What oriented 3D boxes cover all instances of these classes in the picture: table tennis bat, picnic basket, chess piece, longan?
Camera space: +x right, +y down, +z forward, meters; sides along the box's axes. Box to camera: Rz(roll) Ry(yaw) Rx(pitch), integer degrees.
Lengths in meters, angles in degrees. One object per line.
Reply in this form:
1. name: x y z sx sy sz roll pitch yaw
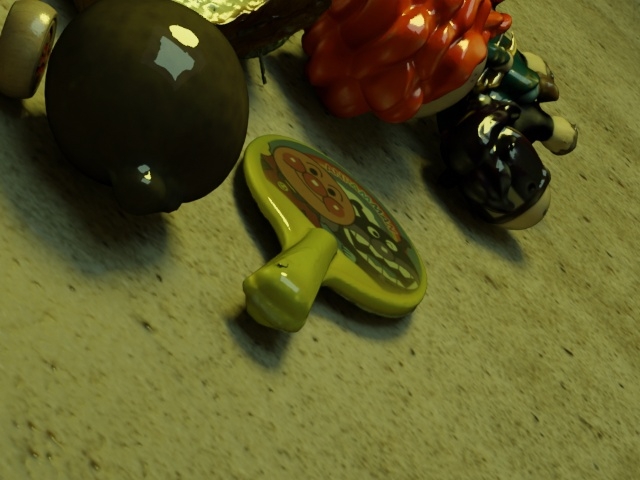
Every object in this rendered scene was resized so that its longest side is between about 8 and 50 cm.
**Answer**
1. table tennis bat: 0.000 0.000 1.685 0.224 0.054 0.369 44 22 -1
2. picnic basket: -0.067 -0.211 1.887 0.065 0.083 0.083 -111 -175 -51
3. chess piece: -0.245 -0.158 1.510 0.038 0.084 0.084 19 29 -4
4. longan: -0.141 -0.106 1.505 0.185 0.159 0.204 39 38 -36

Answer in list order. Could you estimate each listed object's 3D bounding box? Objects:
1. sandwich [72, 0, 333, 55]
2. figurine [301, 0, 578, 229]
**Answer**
1. sandwich: -0.156 -0.302 1.774 0.271 0.099 0.301 -27 75 -40
2. figurine: 0.142 -0.187 2.024 0.412 0.241 0.306 50 43 -35
